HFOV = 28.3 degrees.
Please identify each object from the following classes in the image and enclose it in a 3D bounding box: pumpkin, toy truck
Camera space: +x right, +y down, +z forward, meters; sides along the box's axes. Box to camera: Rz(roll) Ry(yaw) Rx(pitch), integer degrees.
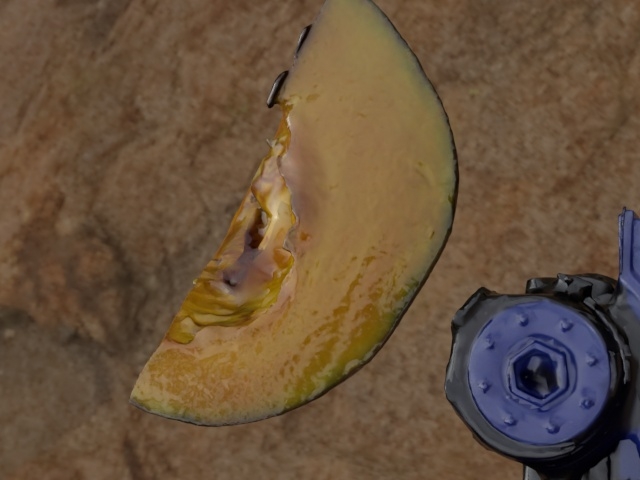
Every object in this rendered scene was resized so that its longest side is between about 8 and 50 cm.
[{"bbox_3d":[0.000,0.000,0.853,0.148,0.169,0.312,27,78,3],"label":"pumpkin"},{"bbox_3d":[0.150,0.094,0.521,0.177,0.161,0.213,1,90,19],"label":"toy truck"}]
